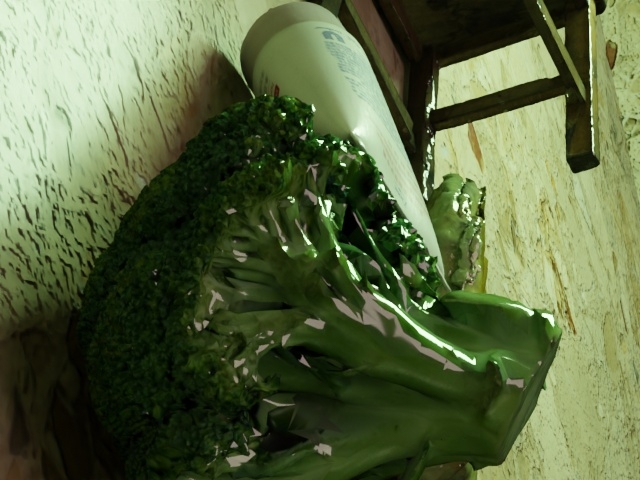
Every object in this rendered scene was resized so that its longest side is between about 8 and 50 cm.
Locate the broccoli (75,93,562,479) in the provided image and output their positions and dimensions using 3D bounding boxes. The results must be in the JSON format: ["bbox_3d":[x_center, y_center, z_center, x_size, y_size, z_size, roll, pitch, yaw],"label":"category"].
[{"bbox_3d":[-0.005,0.054,0.756,0.269,0.242,0.261,95,20,-47],"label":"broccoli"}]

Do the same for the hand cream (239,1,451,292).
[{"bbox_3d":[0.017,-0.071,0.956,0.133,0.083,0.248,54,5,-35],"label":"hand cream"}]

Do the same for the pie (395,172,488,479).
[{"bbox_3d":[0.095,0.089,1.121,0.306,0.071,0.306,1,90,-84],"label":"pie"}]

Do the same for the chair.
[{"bbox_3d":[0.137,-0.266,1.359,0.240,0.203,0.416,54,32,-35],"label":"chair"}]
